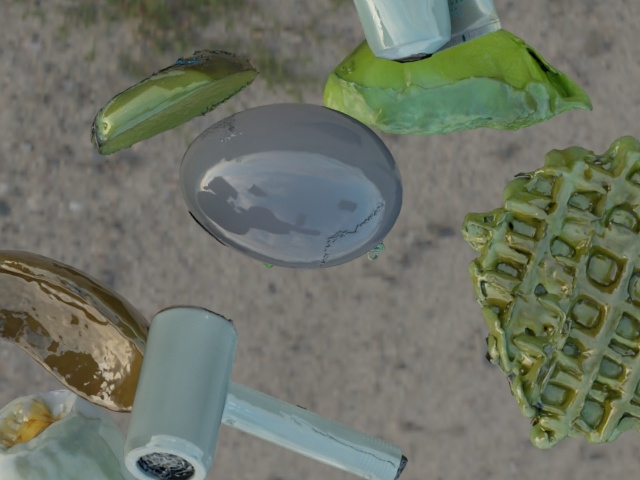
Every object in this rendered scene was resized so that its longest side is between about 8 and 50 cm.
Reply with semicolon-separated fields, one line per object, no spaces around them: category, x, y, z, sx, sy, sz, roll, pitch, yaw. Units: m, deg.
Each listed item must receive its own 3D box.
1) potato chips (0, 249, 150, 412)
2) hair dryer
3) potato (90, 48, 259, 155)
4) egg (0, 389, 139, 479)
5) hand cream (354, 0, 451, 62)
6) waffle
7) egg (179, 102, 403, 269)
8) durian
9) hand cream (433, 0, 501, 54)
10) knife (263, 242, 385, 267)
potato chips;-0.217;0.064;1.457;0.208;0.062;0.195;10;144;35
hair dryer;-0.037;0.154;1.338;0.236;0.131;0.073;25;141;-20
potato;-0.154;-0.147;1.706;0.198;0.054;0.119;-29;176;-22
egg;-0.278;0.279;1.830;0.183;0.183;0.217;-13;113;9
hand cream;0.044;-0.309;1.460;0.109;0.067;0.320;-14;90;-6
waffle;0.304;0.052;1.733;0.297;0.073;0.317;-20;94;-2
egg;-0.025;-0.048;1.494;0.199;0.146;0.146;4;132;-6
durian;0.127;-0.150;1.622;0.250;0.139;0.101;-3;140;-18
hand cream;0.110;-0.256;1.500;0.076;0.174;0.047;-18;166;33
knife;-0.001;0.000;1.842;0.166;0.078;0.022;-18;-178;-34
